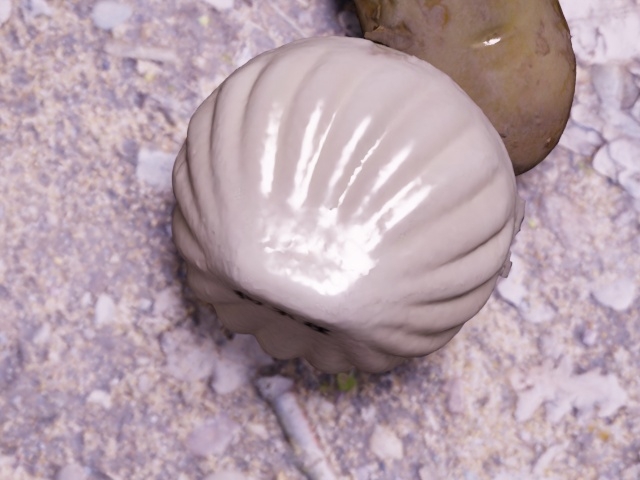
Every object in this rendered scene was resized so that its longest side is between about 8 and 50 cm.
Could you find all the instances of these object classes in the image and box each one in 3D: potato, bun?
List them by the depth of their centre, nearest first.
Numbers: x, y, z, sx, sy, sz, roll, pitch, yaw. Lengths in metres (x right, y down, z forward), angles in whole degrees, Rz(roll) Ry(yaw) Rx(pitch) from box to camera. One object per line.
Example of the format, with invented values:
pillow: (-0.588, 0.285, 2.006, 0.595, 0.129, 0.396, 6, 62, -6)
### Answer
bun: (0.000, 0.000, 0.760, 0.263, 0.175, 0.263, 8, 119, 16)
potato: (0.104, -0.170, 0.828, 0.165, 0.165, 0.262, -29, 115, -5)
